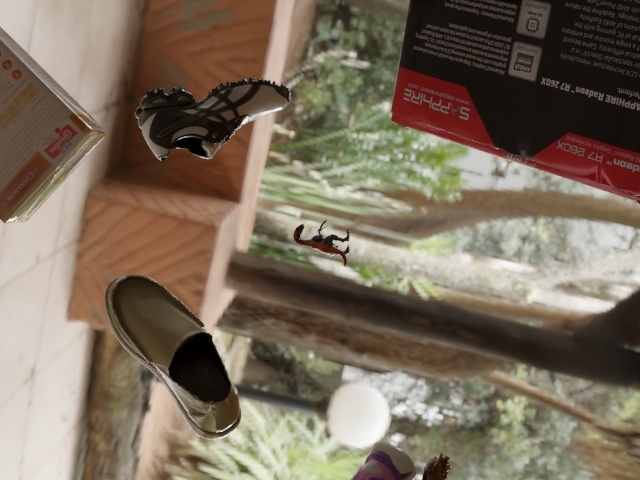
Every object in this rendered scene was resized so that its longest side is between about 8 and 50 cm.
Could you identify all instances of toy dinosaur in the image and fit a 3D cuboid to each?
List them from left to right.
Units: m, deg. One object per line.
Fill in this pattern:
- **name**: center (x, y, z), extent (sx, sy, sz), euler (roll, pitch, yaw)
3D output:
- **toy dinosaur**: center (0.000, 0.000, 1.386), extent (0.090, 0.082, 0.047), euler (-70, 158, -68)

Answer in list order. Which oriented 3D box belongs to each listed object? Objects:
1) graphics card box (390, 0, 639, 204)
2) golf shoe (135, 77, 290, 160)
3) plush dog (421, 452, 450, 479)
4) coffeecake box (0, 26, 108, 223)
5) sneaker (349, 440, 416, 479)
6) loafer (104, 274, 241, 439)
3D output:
- **graphics card box**: center (0.182, -0.230, 0.640), extent (0.094, 0.232, 0.371), euler (-12, 117, -43)
- **golf shoe**: center (-0.127, -0.145, 1.244), extent (0.077, 0.198, 0.094), euler (127, -50, -68)
- **plush dog**: center (0.183, 0.320, 0.975), extent (0.263, 0.225, 0.211), euler (71, 34, -40)
- **coffeecake box**: center (-0.354, -0.133, 1.099), extent (0.142, 0.185, 0.068), euler (-45, 179, 6)
- **sneaker**: center (0.086, 0.410, 1.444), extent (0.104, 0.095, 0.237), euler (-33, 122, -38)
- **loafer**: center (-0.192, 0.141, 1.346), extent (0.102, 0.268, 0.092), euler (-33, 164, -33)
